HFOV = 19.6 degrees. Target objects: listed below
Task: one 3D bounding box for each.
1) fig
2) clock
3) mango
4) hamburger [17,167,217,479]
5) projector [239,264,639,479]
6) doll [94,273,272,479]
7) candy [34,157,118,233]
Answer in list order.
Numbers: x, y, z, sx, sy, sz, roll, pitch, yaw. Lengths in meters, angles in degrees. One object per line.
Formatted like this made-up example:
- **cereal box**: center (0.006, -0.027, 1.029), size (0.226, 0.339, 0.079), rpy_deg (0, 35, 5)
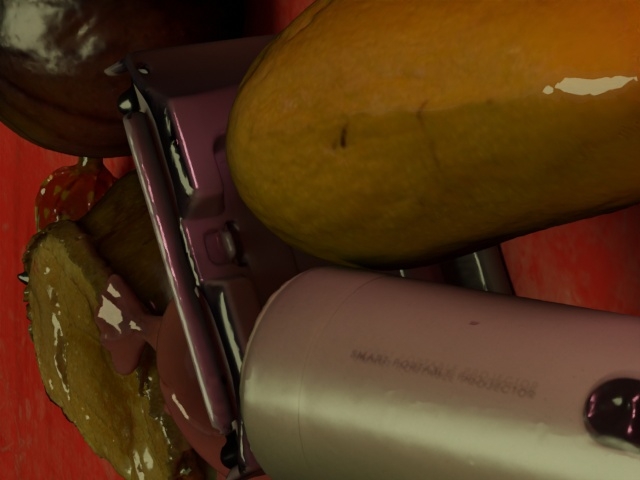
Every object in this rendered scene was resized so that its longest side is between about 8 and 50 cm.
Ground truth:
- **fig**: center (-0.159, -0.169, 1.267), size (0.235, 0.214, 0.235), rpy_deg (-29, 53, 48)
- **clock**: center (0.000, 0.000, 1.028), size (0.083, 0.186, 0.253), rpy_deg (-33, 71, 57)
- **mango**: center (0.084, -0.064, 0.825), size (0.331, 0.195, 0.142), rpy_deg (-6, 100, 52)
- **hamburger**: center (-0.115, 0.062, 1.341), size (0.309, 0.132, 0.211), rpy_deg (47, 140, 45)
- **projector**: center (0.122, 0.082, 0.736), size (0.337, 0.108, 0.108), rpy_deg (9, 110, 41)
- **doll**: center (-0.031, 0.081, 1.159), size (0.262, 0.093, 0.211), rpy_deg (11, 109, 30)
- **candy**: center (-0.178, -0.113, 1.491), size (0.078, 0.084, 0.288), rpy_deg (28, 116, 54)
